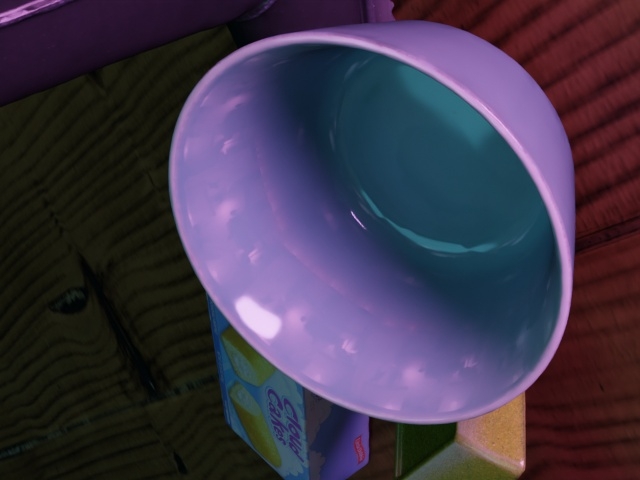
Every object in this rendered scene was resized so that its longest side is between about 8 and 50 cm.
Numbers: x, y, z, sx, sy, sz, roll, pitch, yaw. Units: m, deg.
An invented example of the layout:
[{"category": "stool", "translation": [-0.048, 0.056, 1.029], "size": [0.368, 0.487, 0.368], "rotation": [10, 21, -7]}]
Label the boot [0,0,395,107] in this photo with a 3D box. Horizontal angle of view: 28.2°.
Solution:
[{"category": "boot", "translation": [-0.150, -0.146, 0.931], "size": [0.146, 0.445, 0.367], "rotation": [39, 143, 34]}]

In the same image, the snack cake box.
[{"category": "snack cake box", "translation": [-0.031, 0.129, 1.312], "size": [0.152, 0.089, 0.264], "rotation": [39, 148, 35]}]

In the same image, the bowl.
[{"category": "bowl", "translation": [0.062, -0.036, 0.935], "size": [0.311, 0.163, 0.311], "rotation": [18, 128, 24]}]

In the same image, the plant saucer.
[{"category": "plant saucer", "translation": [0.107, 0.126, 1.053], "size": [0.188, 0.045, 0.188], "rotation": [126, 153, -57]}]
